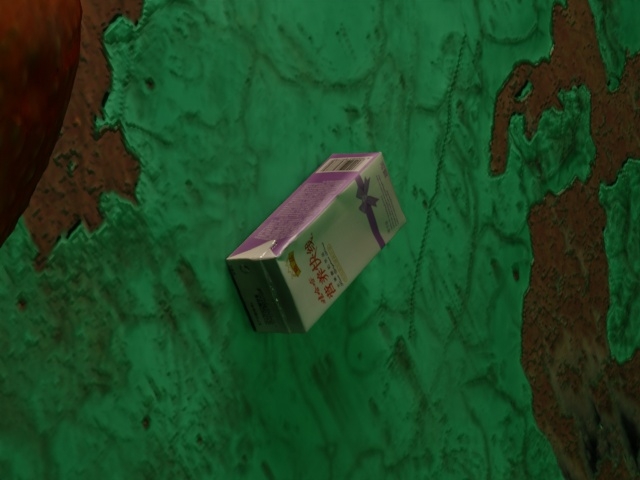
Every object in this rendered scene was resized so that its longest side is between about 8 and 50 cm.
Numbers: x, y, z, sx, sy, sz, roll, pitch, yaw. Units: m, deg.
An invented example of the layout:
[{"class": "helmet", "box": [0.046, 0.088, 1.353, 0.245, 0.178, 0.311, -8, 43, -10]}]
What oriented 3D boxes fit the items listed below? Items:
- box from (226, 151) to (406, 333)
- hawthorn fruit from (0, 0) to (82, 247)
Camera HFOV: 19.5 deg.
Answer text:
[{"class": "box", "box": [0.000, 0.000, 1.006, 0.117, 0.036, 0.050, -48, 124, -44]}, {"class": "hawthorn fruit", "box": [-0.179, -0.077, 0.640, 0.205, 0.205, 0.253, 58, 38, -34]}]
